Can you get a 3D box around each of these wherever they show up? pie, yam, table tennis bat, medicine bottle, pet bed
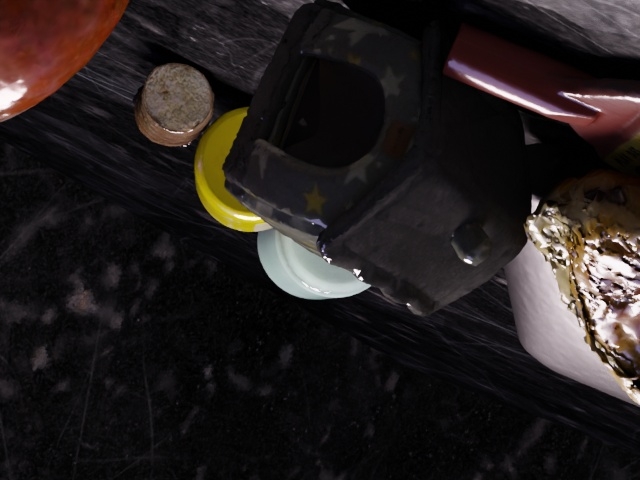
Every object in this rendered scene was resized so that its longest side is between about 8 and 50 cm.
[{"bbox_3d":[0.292,0.059,1.222,0.308,0.085,0.308,22,146,16],"label":"pie"},{"bbox_3d":[-0.151,-0.138,1.788,0.084,0.084,0.127,26,176,-8],"label":"yam"},{"bbox_3d":[0.230,-0.071,1.151,0.310,0.038,0.200,22,170,0],"label":"table tennis bat"},{"bbox_3d":[0.000,0.000,2.038,0.139,0.139,0.225,26,173,-8],"label":"medicine bottle"},{"bbox_3d":[-0.074,-0.069,1.857,0.122,0.122,0.212,25,174,-1],"label":"medicine bottle"},{"bbox_3d":[0.057,-0.053,1.255,0.159,0.183,0.211,23,174,31],"label":"pet bed"}]

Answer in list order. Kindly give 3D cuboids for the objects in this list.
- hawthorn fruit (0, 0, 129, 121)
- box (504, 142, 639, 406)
[{"bbox_3d":[-0.222,-0.202,1.040,0.231,0.263,0.235,8,-139,-12],"label":"hawthorn fruit"},{"bbox_3d":[0.282,0.057,1.402,0.290,0.073,0.289,22,151,28],"label":"box"}]
